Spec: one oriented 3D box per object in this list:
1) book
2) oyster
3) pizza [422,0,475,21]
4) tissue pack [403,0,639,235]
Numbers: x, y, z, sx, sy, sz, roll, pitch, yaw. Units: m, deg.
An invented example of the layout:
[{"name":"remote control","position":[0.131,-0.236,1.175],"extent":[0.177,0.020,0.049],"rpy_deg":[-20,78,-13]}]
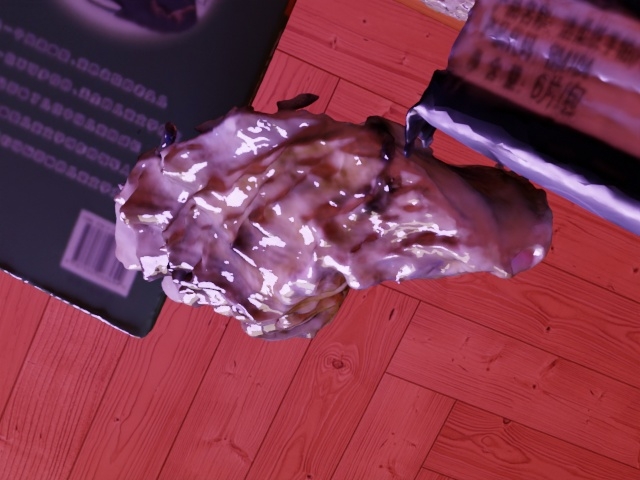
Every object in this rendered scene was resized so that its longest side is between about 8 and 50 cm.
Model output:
[{"name":"book","position":[-0.176,-0.141,0.738],"extent":[0.260,0.371,0.043],"rpy_deg":[26,-168,1]},{"name":"oyster","position":[0.000,0.002,0.628],"extent":[0.238,0.115,0.351],"rpy_deg":[12,165,-39]},{"name":"pizza","position":[0.124,-0.274,1.067],"extent":[0.262,0.034,0.181],"rpy_deg":[32,-166,27]},{"name":"tissue pack","position":[0.250,-0.016,0.451],"extent":[0.361,0.122,0.259],"rpy_deg":[29,-165,26]}]
